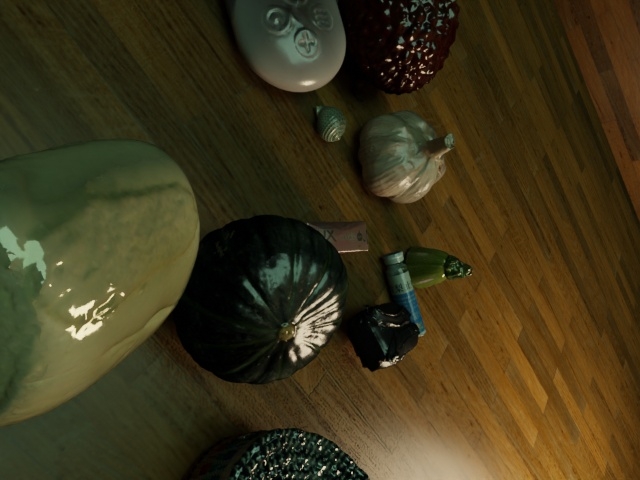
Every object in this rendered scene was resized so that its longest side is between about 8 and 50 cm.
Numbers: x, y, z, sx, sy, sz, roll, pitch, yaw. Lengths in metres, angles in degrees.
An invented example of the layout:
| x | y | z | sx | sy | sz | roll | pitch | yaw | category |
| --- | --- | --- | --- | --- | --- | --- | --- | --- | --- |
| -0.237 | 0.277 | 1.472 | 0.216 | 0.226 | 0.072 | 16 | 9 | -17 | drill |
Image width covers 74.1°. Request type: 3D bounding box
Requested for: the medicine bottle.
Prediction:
| x | y | z | sx | sy | sz | roll | pitch | yaw | category |
| --- | --- | --- | --- | --- | --- | --- | --- | --- | --- |
| 0.183 | 0.119 | 0.935 | 0.051 | 0.051 | 0.191 | -20 | 96 | -41 | medicine bottle |

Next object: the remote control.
| x | y | z | sx | sy | sz | roll | pitch | yaw | category |
| --- | --- | --- | --- | --- | --- | --- | --- | --- | --- |
| -0.069 | -0.441 | 0.790 | 0.221 | 0.103 | 0.331 | -17 | 91 | -26 | remote control |

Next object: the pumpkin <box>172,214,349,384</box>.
| x | y | z | sx | sy | sz | roll | pitch | yaw | category |
| --- | --- | --- | --- | --- | --- | --- | --- | --- | --- |
| -0.084 | 0.078 | 0.616 | 0.250 | 0.216 | 0.249 | -3 | 112 | -7 | pumpkin |

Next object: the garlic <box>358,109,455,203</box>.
| x | y | z | sx | sy | sz | roll | pitch | yaw | category |
| --- | --- | --- | --- | --- | --- | --- | --- | --- | --- |
| 0.207 | -0.188 | 0.912 | 0.219 | 0.212 | 0.218 | 4 | 84 | -35 | garlic |

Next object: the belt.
| x | y | z | sx | sy | sz | roll | pitch | yaw | category |
| --- | --- | --- | --- | --- | --- | --- | --- | --- | --- |
| -0.055 | 0.394 | 0.618 | 0.295 | 0.161 | 0.206 | 28 | 47 | -35 | belt |

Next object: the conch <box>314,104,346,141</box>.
| x | y | z | sx | sy | sz | roll | pitch | yaw | category |
| --- | --- | --- | --- | --- | --- | --- | --- | --- | --- |
| 0.025 | -0.245 | 0.872 | 0.076 | 0.057 | 0.085 | -17 | 93 | -53 | conch |

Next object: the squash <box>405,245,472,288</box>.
| x | y | z | sx | sy | sz | roll | pitch | yaw | category |
| --- | --- | --- | --- | --- | --- | --- | --- | --- | --- |
| 0.273 | 0.057 | 0.969 | 0.105 | 0.132 | 0.105 | 8 | 78 | -41 | squash |

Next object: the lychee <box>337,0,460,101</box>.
| x | y | z | sx | sy | sz | roll | pitch | yaw | category |
| --- | --- | --- | --- | --- | --- | --- | --- | --- | --- |
| 0.150 | -0.439 | 0.895 | 0.264 | 0.300 | 0.264 | 29 | 22 | -13 | lychee |

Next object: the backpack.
| x | y | z | sx | sy | sz | roll | pitch | yaw | category |
| --- | --- | --- | --- | --- | --- | --- | --- | --- | --- |
| 0.127 | 0.188 | 0.841 | 0.165 | 0.106 | 0.120 | 6 | 55 | -56 | backpack |

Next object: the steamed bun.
| x | y | z | sx | sy | sz | roll | pitch | yaw | category |
| --- | --- | --- | --- | --- | --- | --- | --- | --- | --- |
| -0.265 | 0.044 | 0.436 | 0.290 | 0.274 | 0.272 | -51 | 130 | -54 | steamed bun |

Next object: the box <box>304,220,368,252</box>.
| x | y | z | sx | sy | sz | roll | pitch | yaw | category |
| --- | --- | --- | --- | --- | --- | --- | --- | --- | --- |
| 0.000 | 0.000 | 0.766 | 0.156 | 0.111 | 0.060 | -4 | 85 | -39 | box |
